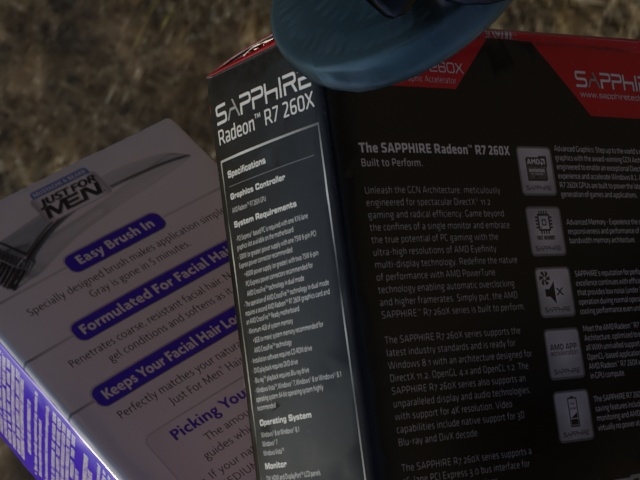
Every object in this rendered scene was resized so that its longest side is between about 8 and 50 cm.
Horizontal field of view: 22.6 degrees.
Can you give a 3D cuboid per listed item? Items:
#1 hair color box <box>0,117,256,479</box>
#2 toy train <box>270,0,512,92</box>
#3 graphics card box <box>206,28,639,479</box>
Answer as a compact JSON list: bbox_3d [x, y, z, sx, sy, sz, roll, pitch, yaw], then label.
[{"bbox_3d":[-0.060,0.097,0.909,0.339,0.185,0.110,45,146,25],"label":"hair color box"},{"bbox_3d":[0.007,-0.171,0.417,0.190,0.334,0.142,-42,127,3],"label":"toy train"},{"bbox_3d":[0.084,0.091,0.738,0.232,0.371,0.094,-2,170,-39],"label":"graphics card box"}]
